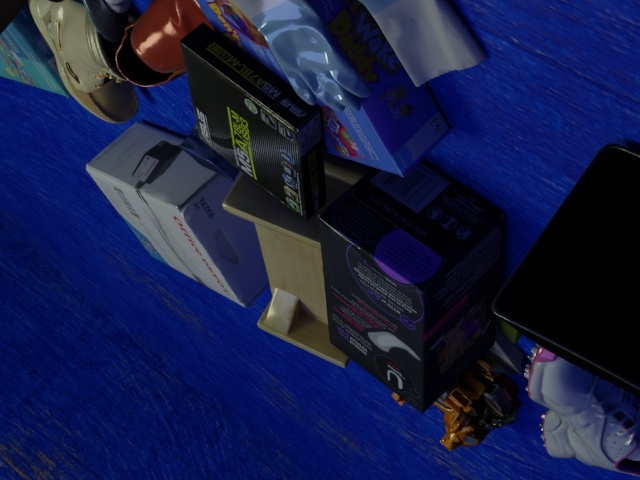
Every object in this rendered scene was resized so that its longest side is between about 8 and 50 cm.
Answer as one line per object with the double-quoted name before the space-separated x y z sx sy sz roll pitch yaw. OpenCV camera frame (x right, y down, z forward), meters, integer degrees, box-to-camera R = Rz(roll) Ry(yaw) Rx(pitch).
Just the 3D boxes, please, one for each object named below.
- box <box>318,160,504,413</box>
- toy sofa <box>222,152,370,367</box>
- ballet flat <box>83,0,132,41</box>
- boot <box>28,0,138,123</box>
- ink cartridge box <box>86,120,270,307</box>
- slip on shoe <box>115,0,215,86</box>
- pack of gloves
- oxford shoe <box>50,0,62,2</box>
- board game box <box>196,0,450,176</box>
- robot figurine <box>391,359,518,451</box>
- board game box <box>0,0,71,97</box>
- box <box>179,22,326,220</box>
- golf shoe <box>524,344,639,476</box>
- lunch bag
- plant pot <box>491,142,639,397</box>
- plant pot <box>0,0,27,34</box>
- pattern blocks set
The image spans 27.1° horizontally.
"box" 0.107 0.051 1.564 0.165 0.143 0.270 37 154 26
"toy sofa" 0.000 0.000 1.744 0.150 0.177 0.362 23 154 18
"ballet flat" -0.276 -0.348 1.686 0.074 0.074 0.203 21 134 53
"boot" -0.306 -0.259 1.955 0.203 0.095 0.262 26 150 45
"ink cartridge box" -0.209 -0.047 2.136 0.307 0.129 0.223 24 152 50
"slip on shoe" -0.179 -0.256 1.653 0.123 0.101 0.331 51 161 -11
"pack of gloves" 0.009 -0.211 1.229 0.195 0.046 0.232 -20 123 34
"oxford shoe" -0.199 -0.326 1.145 0.097 0.098 0.271 12 135 -6
"board game box" -0.031 -0.238 1.389 0.233 0.078 0.347 22 151 52
"robot figurine" 0.169 0.200 1.816 0.211 0.085 0.291 42 168 14
"board game box" -0.535 -0.380 2.223 0.336 0.079 0.254 21 151 53
"box" -0.074 -0.131 1.510 0.184 0.045 0.191 37 157 21
"golf shoe" 0.316 0.175 1.501 0.140 0.115 0.306 23 160 28
"lunch bag" -0.148 -0.137 1.909 0.098 0.065 0.067 29 171 40
"plant pot" 0.298 0.059 1.153 0.187 0.188 0.167 28 167 44
"plant pot" -0.436 -0.384 1.695 0.237 0.254 0.237 41 161 17
"pattern blocks set" 0.185 0.106 1.751 0.325 0.026 0.285 46 162 -1
